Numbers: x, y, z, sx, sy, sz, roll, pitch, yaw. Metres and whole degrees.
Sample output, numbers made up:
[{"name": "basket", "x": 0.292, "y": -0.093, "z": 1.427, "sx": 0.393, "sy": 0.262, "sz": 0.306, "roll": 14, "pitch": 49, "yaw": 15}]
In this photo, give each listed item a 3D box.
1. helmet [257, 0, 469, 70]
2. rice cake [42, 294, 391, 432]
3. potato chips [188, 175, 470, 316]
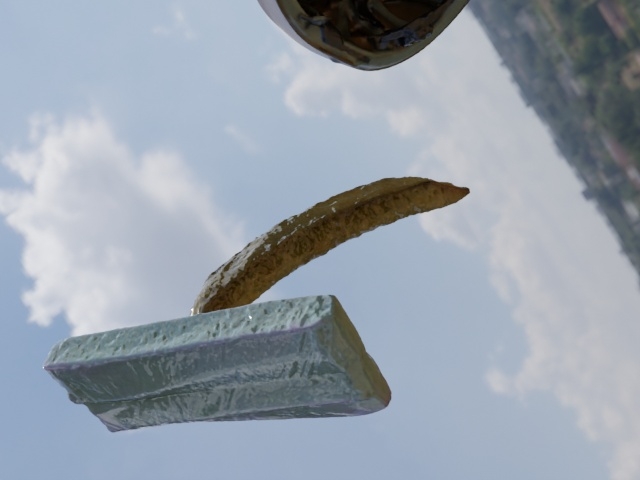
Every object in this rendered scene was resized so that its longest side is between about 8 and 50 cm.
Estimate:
[{"name": "helmet", "x": 0.015, "y": -0.245, "z": 1.037, "sx": 0.224, "sy": 0.198, "sz": 0.130, "roll": 60, "pitch": 161, "yaw": -22}, {"name": "rice cake", "x": -0.067, "y": 0.081, "z": 0.808, "sx": 0.080, "sy": 0.221, "sz": 0.042, "roll": 56, "pitch": -142, "yaw": -33}, {"name": "potato chips", "x": 0.000, "y": 0.000, "z": 1.584, "sx": 0.057, "sy": 0.407, "sz": 0.080, "roll": 21, "pitch": 136, "yaw": 62}]
